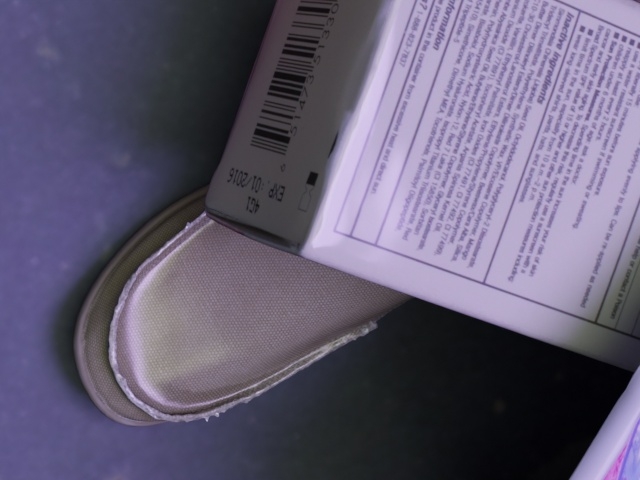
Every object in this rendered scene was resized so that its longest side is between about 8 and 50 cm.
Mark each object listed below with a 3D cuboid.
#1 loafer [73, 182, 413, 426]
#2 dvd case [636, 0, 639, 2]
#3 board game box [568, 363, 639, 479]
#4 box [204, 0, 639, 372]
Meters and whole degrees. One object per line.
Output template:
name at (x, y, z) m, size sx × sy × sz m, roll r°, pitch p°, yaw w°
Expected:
loafer at (0.000, 0.000, 0.912) m, size 0.268 × 0.092 × 0.102 m, roll -34°, pitch 100°, yaw -12°
dvd case at (0.140, -0.218, 0.972) m, size 0.164 × 0.018 × 0.221 m, roll 3°, pitch 95°, yaw -14°
board game box at (0.243, 0.119, 0.860) m, size 0.390 × 0.050 × 0.390 m, roll -54°, pitch 141°, yaw -20°
box at (0.090, -0.037, 0.821) m, size 0.232 × 0.127 × 0.149 m, roll 20°, pitch 90°, yaw -25°
